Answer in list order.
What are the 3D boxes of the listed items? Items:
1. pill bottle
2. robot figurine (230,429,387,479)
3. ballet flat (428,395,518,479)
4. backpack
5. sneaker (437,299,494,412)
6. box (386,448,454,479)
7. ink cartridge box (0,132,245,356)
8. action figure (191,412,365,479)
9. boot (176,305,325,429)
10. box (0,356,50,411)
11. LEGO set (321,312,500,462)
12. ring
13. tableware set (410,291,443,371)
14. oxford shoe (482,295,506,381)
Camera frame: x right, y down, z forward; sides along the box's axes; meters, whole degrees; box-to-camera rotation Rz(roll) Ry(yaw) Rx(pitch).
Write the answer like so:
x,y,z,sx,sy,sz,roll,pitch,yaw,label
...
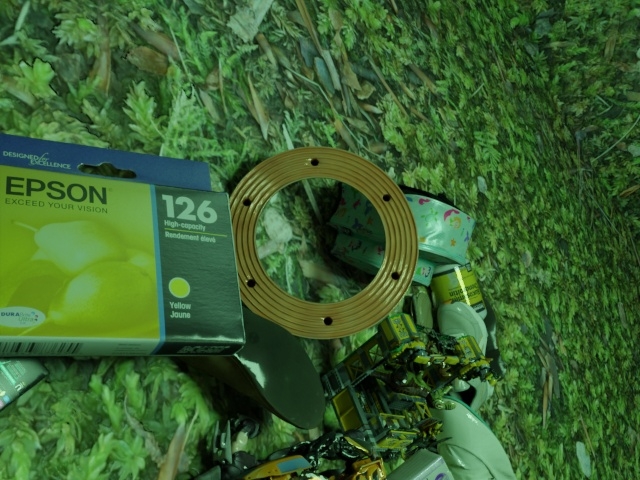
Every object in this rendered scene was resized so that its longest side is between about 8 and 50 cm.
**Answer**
x,y,z,sx,sy,sz,roll,pitch,yaw,label
0.314,0.138,1.515,0.103,0.103,0.184,-17,87,-51,pill bottle
-0.012,0.378,0.906,0.291,0.085,0.210,-5,74,-32,robot figurine
0.329,0.495,1.372,0.400,0.139,0.139,56,41,-22,ballet flat
0.157,-0.015,1.282,0.225,0.254,0.190,21,79,-44,backpack
0.303,0.256,1.428,0.121,0.099,0.262,-39,114,-54,sneaker
0.065,0.441,1.022,0.324,0.067,0.063,-30,98,-24,box
-0.256,-0.006,0.839,0.304,0.072,0.307,5,61,-30,ink cartridge box
-0.067,0.348,0.992,0.285,0.099,0.185,5,77,-33,action figure
-0.117,0.172,0.979,0.305,0.115,0.112,45,41,-18,boot
-0.363,0.158,0.752,0.052,0.062,0.083,60,41,-13,box
0.176,0.283,1.172,0.331,0.255,0.192,32,27,-49,LEGO set
0.000,0.000,1.128,0.337,0.032,0.336,2,75,-7,ring
0.218,0.209,1.428,0.128,0.039,0.194,3,78,-61,tableware set
0.391,0.237,1.607,0.076,0.076,0.212,50,30,-70,oxford shoe
